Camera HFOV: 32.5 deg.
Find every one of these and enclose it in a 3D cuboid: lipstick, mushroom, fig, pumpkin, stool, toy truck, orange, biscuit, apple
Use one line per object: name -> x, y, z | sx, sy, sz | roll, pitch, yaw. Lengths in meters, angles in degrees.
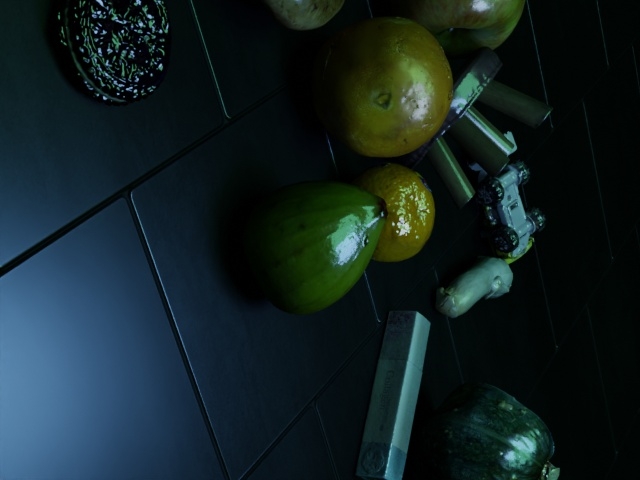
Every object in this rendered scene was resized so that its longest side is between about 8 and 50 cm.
lipstick -> 0.136, 0.288, 2.019 | 0.068, 0.066, 0.317 | 40, 56, -48
mushroom -> 0.327, 0.092, 2.303 | 0.099, 0.096, 0.278 | 57, 33, 8
fig -> 0.000, 0.000, 1.690 | 0.203, 0.225, 0.203 | 54, 22, -34
pumpkin -> 0.296, 0.441, 2.089 | 0.197, 0.263, 0.293 | -41, 136, -36
stool -> 0.278, -0.208, 2.038 | 0.178, 0.272, 0.272 | 42, 43, 1
toy truck -> 0.394, -0.090, 2.391 | 0.136, 0.111, 0.286 | -33, 115, -35
orange -> 0.117, -0.049, 1.925 | 0.177, 0.155, 0.178 | 24, 60, -52
orange -> 0.103, -0.257, 1.839 | 0.240, 0.240, 0.240 | 4, 85, -57
biscuit -> -0.268, -0.273, 1.441 | 0.194, 0.053, 0.194 | 6, 83, -56
mushroom -> -0.045, -0.459, 1.706 | 0.278, 0.146, 0.278 | 24, 61, -54
apple -> 0.259, -0.481, 2.077 | 0.264, 0.264, 0.264 | 4, 85, -57
